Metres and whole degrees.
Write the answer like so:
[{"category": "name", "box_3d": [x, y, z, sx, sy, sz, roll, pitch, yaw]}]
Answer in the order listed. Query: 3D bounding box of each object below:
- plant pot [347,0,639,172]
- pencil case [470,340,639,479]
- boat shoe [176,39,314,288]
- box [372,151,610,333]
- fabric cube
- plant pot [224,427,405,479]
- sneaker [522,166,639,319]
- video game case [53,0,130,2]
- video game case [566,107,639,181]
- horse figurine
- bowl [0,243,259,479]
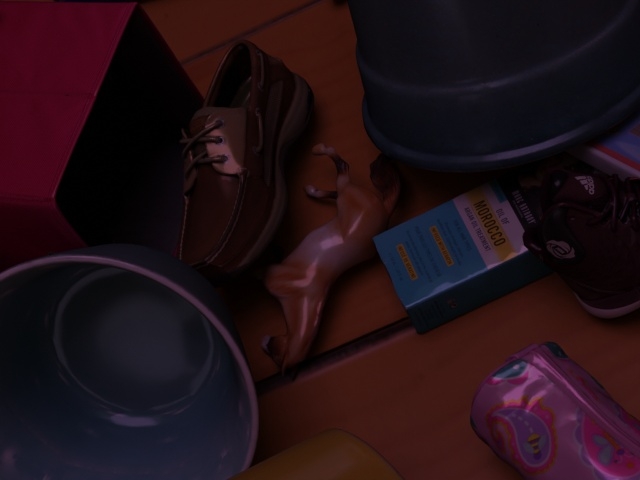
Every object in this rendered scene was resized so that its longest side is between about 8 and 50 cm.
[{"category": "plant pot", "box_3d": [0.155, -0.304, 1.247, 0.341, 0.334, 0.341, -15, 35, 11]}, {"category": "pencil case", "box_3d": [0.262, 0.206, 1.080, 0.124, 0.124, 0.284, -43, 53, -8]}, {"category": "boat shoe", "box_3d": [-0.105, -0.092, 1.361, 0.122, 0.120, 0.324, -20, 39, 32]}, {"category": "box", "box_3d": [0.186, -0.005, 1.276, 0.244, 0.060, 0.100, -26, 55, 4]}, {"category": "fabric cube", "box_3d": [-0.301, -0.095, 1.392, 0.258, 0.254, 0.259, 6, 63, 23]}, {"category": "plant pot", "box_3d": [-0.030, 0.296, 1.073, 0.239, 0.254, 0.254, -36, 53, -22]}, {"category": "sneaker", "box_3d": [0.293, -0.029, 1.114, 0.281, 0.162, 0.106, -37, 28, 43]}, {"category": "video game case", "box_3d": [-0.233, -0.444, 1.681, 0.269, 0.061, 0.244, -17, 54, 18]}, {"category": "video game case", "box_3d": [0.364, -0.170, 1.281, 0.285, 0.025, 0.204, -36, 43, -17]}, {"category": "horse figurine", "box_3d": [0.000, 0.000, 1.340, 0.263, 0.066, 0.174, -44, 48, -6]}, {"category": "bowl", "box_3d": [-0.199, 0.126, 1.224, 0.311, 0.311, 0.163, -12, 20, 13]}]
